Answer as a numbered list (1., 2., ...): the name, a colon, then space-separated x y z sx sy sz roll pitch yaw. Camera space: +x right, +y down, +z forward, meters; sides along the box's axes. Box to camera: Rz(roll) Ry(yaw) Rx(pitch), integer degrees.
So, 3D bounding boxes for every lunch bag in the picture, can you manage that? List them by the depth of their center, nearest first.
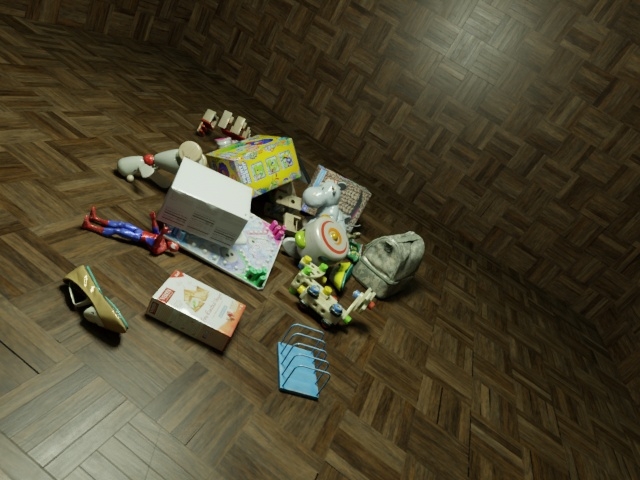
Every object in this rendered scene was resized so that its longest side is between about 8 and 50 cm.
1. lunch bag: 0.322 0.087 1.932 0.212 0.256 0.305 44 27 25

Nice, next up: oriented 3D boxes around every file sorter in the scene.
1. file sorter: -0.046 0.339 1.229 0.118 0.105 0.170 22 26 -20

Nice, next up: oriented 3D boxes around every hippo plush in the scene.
1. hippo plush: 0.039 -0.135 1.930 0.294 0.237 0.234 -13 29 -15

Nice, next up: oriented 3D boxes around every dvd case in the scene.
1. dvd case: -0.153 -0.352 1.953 0.253 0.022 0.180 24 -31 49

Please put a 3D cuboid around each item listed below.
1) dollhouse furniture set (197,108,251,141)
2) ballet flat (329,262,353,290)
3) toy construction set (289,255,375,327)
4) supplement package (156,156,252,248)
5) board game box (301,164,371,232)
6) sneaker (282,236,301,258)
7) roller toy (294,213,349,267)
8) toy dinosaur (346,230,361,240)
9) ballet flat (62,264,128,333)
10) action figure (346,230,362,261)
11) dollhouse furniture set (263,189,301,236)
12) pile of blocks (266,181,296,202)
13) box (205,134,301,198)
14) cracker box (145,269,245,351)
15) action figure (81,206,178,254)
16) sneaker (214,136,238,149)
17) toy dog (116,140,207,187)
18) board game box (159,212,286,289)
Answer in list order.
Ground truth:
1. dollhouse furniture set: -0.513 -0.586 2.328 0.259 0.135 0.262 24 -8 1
2. ballet flat: 0.078 0.146 1.783 0.077 0.077 0.231 13 20 11
3. toy construction set: 0.030 0.192 1.558 0.327 0.151 0.215 26 23 14
4. supplement package: -0.384 -0.128 1.467 0.261 0.145 0.204 25 33 -22
5. board game box: 0.071 -0.213 2.207 0.290 0.232 0.141 24 14 -15
6. sneaker: -0.085 0.019 1.823 0.216 0.079 0.121 24 21 -35
7. roller toy: 0.015 0.009 1.720 0.191 0.146 0.209 56 38 -5
8. toy dinosaur: 0.076 -0.032 2.070 0.118 0.064 0.268 -11 20 -36
9. ballet flat: -0.554 0.156 1.054 0.073 0.080 0.232 -31 59 -31
10. action figure: 0.154 0.036 2.070 0.137 0.064 0.232 18 27 -15
11. dollhouse furniture set: -0.175 -0.102 1.923 0.128 0.129 0.184 17 58 -26
12. pile of blocks: -0.297 -0.266 2.086 0.362 0.149 0.113 26 56 4
13. box: -0.288 -0.319 1.844 0.279 0.177 0.290 -29 30 -28
14. cracker box: -0.342 0.192 1.208 0.232 0.067 0.156 28 24 -6
15. action figure: -0.563 -0.048 1.332 0.280 0.139 0.091 25 27 -20
16. sneaker: -0.483 -0.464 2.245 0.102 0.111 0.252 -7 6 5
17. toy dog: -0.578 -0.258 1.636 0.220 0.333 0.161 4 75 -71
18. board game box: -0.329 -0.038 1.595 0.389 0.050 0.390 31 30 -10
